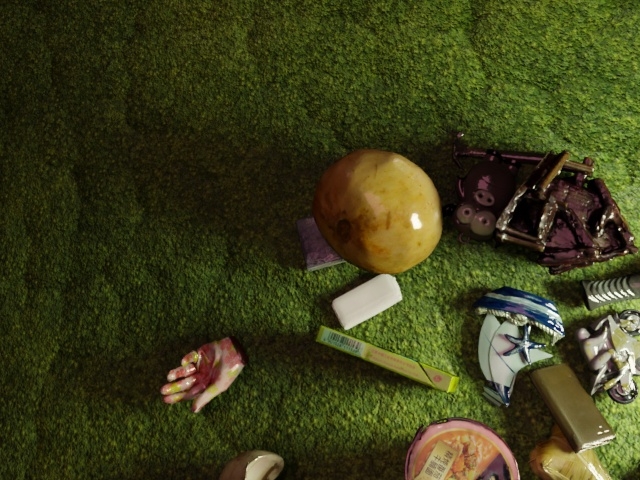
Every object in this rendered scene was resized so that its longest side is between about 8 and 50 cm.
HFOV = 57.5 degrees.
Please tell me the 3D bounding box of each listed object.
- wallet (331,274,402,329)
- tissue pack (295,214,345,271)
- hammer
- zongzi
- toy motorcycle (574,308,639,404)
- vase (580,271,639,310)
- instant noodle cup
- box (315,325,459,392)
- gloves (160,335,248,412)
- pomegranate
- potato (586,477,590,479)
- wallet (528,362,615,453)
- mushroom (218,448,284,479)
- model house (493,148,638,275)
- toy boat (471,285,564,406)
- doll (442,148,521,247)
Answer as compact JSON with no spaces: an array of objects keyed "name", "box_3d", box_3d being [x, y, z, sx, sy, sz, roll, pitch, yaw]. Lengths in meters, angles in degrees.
[{"name":"wallet","box_3d":[0.126,0.160,1.574,0.190,0.033,0.095,-31,69,6]},{"name":"tissue pack","box_3d":[0.000,0.000,1.652,0.112,0.051,0.156,-17,69,8]},{"name":"hammer","box_3d":[0.506,-0.232,1.586,0.297,0.027,0.125,9,75,18]},{"name":"zongzi","box_3d":[0.593,0.484,1.309,0.194,0.099,0.197,36,66,14]},{"name":"toy motorcycle","box_3d":[0.669,0.257,1.359,0.152,0.073,0.225,12,74,18]},{"name":"vase","box_3d":[0.745,0.108,1.373,0.238,0.115,0.115,-14,70,16]},{"name":"instant noodle cup","box_3d":[0.317,0.515,1.284,0.244,0.255,0.243,-5,71,15]},{"name":"box","box_3d":[0.168,0.293,1.435,0.335,0.187,0.047,19,82,21]},{"name":"gloves","box_3d":[-0.321,0.368,1.598,0.241,0.126,0.145,-32,91,2]},{"name":"pomegranate","box_3d":[0.158,-0.084,1.503,0.338,0.338,0.338,-5,72,15]},{"name":"potato","box_3d":[0.465,0.638,1.194,0.237,0.301,0.288,-22,88,51]},{"name":"wallet","box_3d":[0.568,0.375,1.324,0.110,0.031,0.198,-9,48,-16]},{"name":"mushroom","box_3d":[-0.164,0.645,1.446,0.189,0.195,0.253,-11,74,48]},{"name":"model house","box_3d":[0.606,-0.054,1.361,0.283,0.317,0.297,32,101,23]},{"name":"toy boat","box_3d":[0.486,0.254,1.422,0.210,0.070,0.291,-8,75,19]},{"name":"doll","box_3d":[0.427,-0.105,1.520,0.182,0.117,0.257,28,79,7]}]
